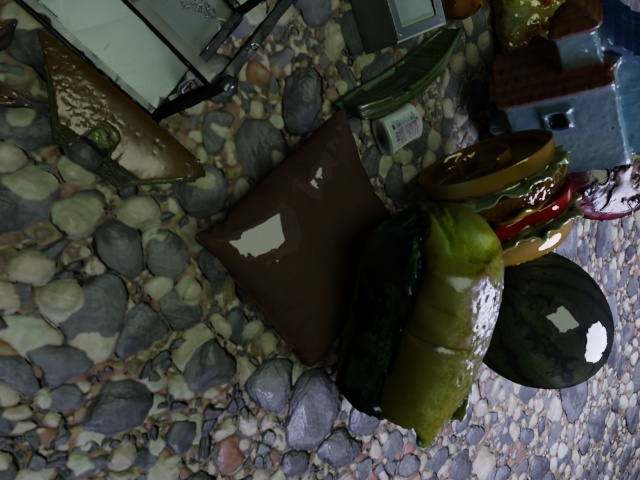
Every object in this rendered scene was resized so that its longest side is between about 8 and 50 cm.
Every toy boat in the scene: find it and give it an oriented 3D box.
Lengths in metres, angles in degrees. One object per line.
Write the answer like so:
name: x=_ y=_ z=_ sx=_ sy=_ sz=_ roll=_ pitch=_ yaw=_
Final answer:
toy boat: x=0.150 y=-0.289 z=0.810 sx=0.293 sy=0.093 sz=0.055 roll=-41 pitch=135 yaw=-22

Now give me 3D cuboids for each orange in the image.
orange: x=0.268 y=-0.464 z=0.869 sx=0.083 sy=0.083 sz=0.084 roll=-5 pitch=100 yaw=-33

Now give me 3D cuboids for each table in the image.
table: x=-0.199 y=-0.326 z=0.457 sx=0.335 sy=0.272 sz=0.222 roll=42 pitch=74 yaw=-31

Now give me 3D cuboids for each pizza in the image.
pizza: x=0.425 y=-0.522 z=0.952 sx=0.287 sy=0.075 sz=0.280 roll=43 pitch=85 yaw=-21

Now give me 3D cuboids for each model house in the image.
model house: x=0.461 y=-0.321 z=0.871 sx=0.329 sy=0.294 sz=0.252 roll=47 pitch=55 yaw=-36

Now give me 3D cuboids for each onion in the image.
onion: x=0.667 y=-0.204 z=1.097 sx=0.313 sy=0.232 sz=0.314 roll=-2 pitch=106 yaw=-9

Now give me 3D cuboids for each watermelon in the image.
watermelon: x=0.439 y=0.158 z=0.952 sx=0.359 sy=0.278 sz=0.279 roll=36 pitch=77 yaw=-29

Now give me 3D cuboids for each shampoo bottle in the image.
shampoo bottle: x=0.146 y=-0.208 z=0.845 sx=0.099 sy=0.043 sz=0.072 roll=-34 pitch=115 yaw=-26

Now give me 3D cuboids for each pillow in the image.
pillow: x=0.000 y=0.000 z=0.733 sx=0.305 sy=0.108 sz=0.308 roll=-48 pitch=125 yaw=-20

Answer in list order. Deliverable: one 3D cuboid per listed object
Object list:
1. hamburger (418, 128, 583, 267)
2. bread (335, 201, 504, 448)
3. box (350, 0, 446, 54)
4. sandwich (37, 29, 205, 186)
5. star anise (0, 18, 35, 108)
hamburger: x=0.334 y=-0.063 z=0.858 sx=0.274 sy=0.274 sz=0.212 roll=-34 pitch=110 yaw=-25
bread: x=0.163 y=0.128 z=0.730 sx=0.251 sy=0.208 sz=0.377 roll=-30 pitch=133 yaw=-51
box: x=0.114 y=-0.451 z=0.764 sx=0.129 sy=0.086 sz=0.225 roll=-32 pitch=112 yaw=-26
sandwich: x=-0.254 y=-0.128 z=0.558 sx=0.244 sy=0.090 sz=0.088 roll=44 pitch=70 yaw=-30
star anise: x=-0.415 y=-0.193 z=0.462 sx=0.207 sy=0.063 sz=0.172 roll=-25 pitch=106 yaw=-25
